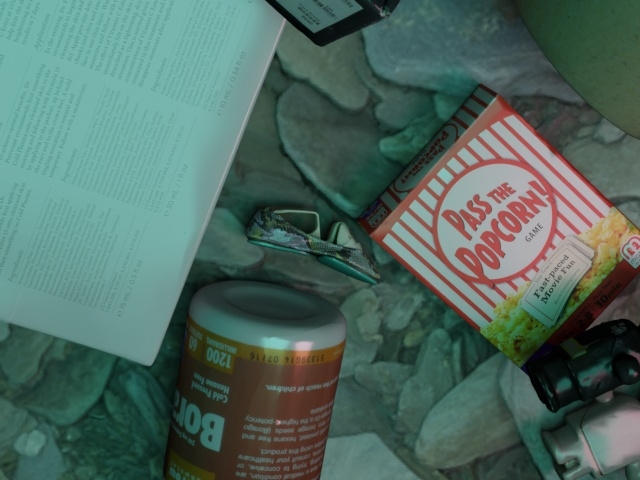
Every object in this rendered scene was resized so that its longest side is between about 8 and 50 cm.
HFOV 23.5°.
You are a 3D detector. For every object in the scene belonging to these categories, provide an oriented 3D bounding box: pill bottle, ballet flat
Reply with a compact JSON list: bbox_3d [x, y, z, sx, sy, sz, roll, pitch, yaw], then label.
[{"bbox_3d":[-0.055,0.149,1.167,0.121,0.121,0.216,6,105,-14],"label":"pill bottle"},{"bbox_3d":[0.000,0.000,1.179,0.114,0.041,0.041,19,102,-18],"label":"ballet flat"}]

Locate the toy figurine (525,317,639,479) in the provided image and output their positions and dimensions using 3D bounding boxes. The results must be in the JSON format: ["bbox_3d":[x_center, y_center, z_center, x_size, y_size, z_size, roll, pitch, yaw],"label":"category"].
[{"bbox_3d":[0.269,0.166,1.189,0.148,0.213,0.209,-25,144,-2],"label":"toy figurine"}]

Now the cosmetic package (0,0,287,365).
[{"bbox_3d":[-0.188,-0.133,1.065,0.284,0.097,0.377,19,101,-19],"label":"cosmetic package"}]

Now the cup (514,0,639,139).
[{"bbox_3d":[0.272,-0.201,1.056,0.331,0.331,0.237,37,121,-20],"label":"cup"}]

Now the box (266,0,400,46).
[{"bbox_3d":[-0.050,-0.366,0.958,0.395,0.097,0.318,39,64,-20],"label":"box"}]

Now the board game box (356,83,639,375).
[{"bbox_3d":[0.148,-0.004,1.205,0.193,0.045,0.147,40,95,-20],"label":"board game box"}]
